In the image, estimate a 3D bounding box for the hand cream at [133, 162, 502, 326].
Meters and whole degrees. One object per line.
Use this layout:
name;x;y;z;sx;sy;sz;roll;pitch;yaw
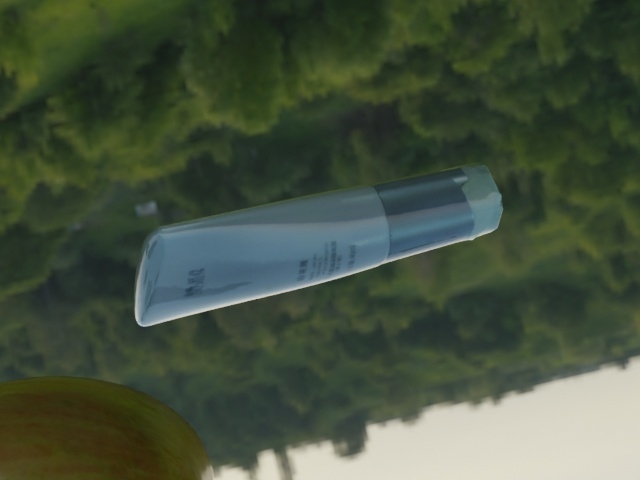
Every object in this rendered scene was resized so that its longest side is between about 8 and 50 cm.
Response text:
hand cream;0.000;0.000;0.987;0.255;0.048;0.079;-12;133;-29

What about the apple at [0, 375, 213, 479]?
apple;-0.271;0.259;1.489;0.309;0.252;0.314;-26;-155;11
